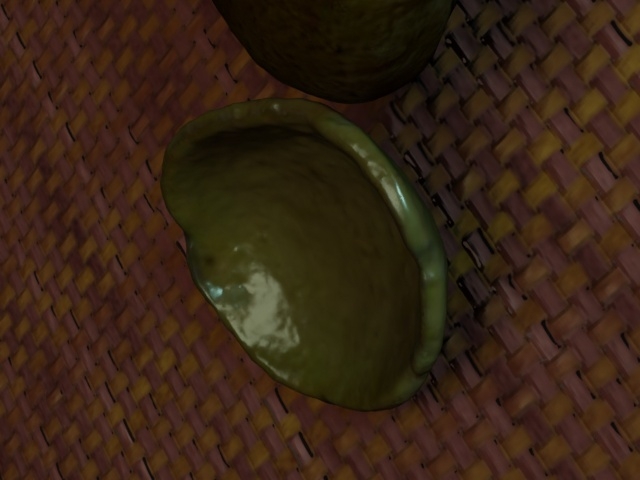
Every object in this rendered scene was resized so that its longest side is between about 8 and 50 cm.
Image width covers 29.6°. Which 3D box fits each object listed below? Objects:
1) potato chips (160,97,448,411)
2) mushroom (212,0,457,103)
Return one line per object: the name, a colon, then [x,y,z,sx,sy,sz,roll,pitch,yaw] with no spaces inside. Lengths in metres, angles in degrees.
potato chips: [0.000,0.000,0.662,0.195,0.062,0.208,51,142,11]
mushroom: [0.016,-0.198,0.604,0.267,0.254,0.267,-166,90,-79]
